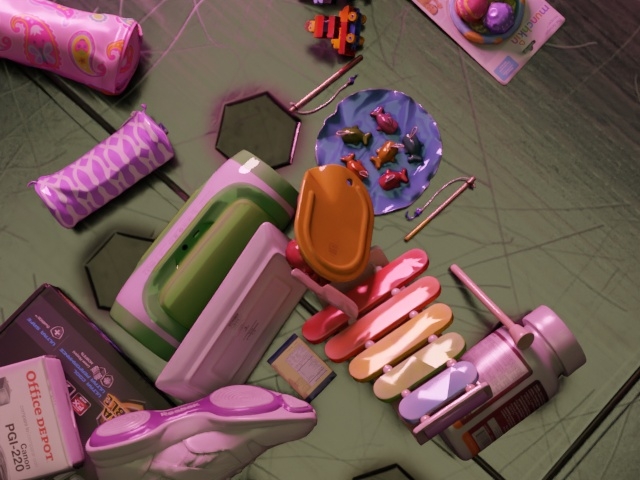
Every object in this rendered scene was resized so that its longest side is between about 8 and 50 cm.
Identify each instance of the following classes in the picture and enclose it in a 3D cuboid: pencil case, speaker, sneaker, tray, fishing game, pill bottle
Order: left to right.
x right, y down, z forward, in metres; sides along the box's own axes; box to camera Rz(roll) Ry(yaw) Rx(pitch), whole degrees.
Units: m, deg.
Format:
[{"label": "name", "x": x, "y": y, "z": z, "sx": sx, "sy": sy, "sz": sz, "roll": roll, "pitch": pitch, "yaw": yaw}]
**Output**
[{"label": "pencil case", "x": -0.398, "y": -0.297, "z": 1.831, "sx": 0.284, "sy": 0.124, "sz": 0.124, "roll": 17, "pitch": 84, "yaw": 3}, {"label": "pencil case", "x": -0.304, "y": -0.103, "z": 1.825, "sx": 0.206, "sy": 0.086, "sz": 0.088, "roll": -36, "pitch": 105, "yaw": -4}, {"label": "speaker", "x": -0.160, "y": 0.021, "z": 1.795, "sx": 0.131, "sy": 0.131, "sz": 0.296, "roll": 38, "pitch": 85, "yaw": 4}, {"label": "sneaker", "x": -0.151, "y": 0.285, "z": 1.727, "sx": 0.305, "sy": 0.114, "sz": 0.152, "roll": -12, "pitch": 106, "yaw": -2}, {"label": "tray", "x": -0.103, "y": 0.118, "z": 1.781, "sx": 0.030, "sy": 0.145, "sz": 0.270, "roll": 30, "pitch": 85, "yaw": 45}, {"label": "fishing game", "x": 0.082, "y": -0.131, "z": 1.856, "sx": 0.189, "sy": 0.041, "sz": 0.264, "roll": -37, "pitch": 84, "yaw": -5}, {"label": "pill bottle", "x": 0.249, "y": 0.194, "z": 1.781, "sx": 0.221, "sy": 0.121, "sz": 0.121, "roll": -36, "pitch": 85, "yaw": -5}]

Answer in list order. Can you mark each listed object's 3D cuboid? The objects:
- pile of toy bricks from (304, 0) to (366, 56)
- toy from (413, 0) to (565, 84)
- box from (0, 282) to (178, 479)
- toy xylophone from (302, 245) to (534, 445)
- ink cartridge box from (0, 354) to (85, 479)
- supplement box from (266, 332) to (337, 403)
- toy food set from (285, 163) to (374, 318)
[{"label": "pile of toy bricks", "x": 0.006, "y": -0.377, "z": 1.860, "sx": 0.105, "sy": 0.118, "sz": 0.212, "roll": 7, "pitch": 93, "yaw": 32}, {"label": "toy", "x": 0.228, "y": -0.357, "z": 1.872, "sx": 0.237, "sy": 0.056, "sz": 0.137, "roll": 43, "pitch": 87, "yaw": 4}, {"label": "box", "x": -0.378, "y": 0.263, "z": 1.797, "sx": 0.295, "sy": 0.073, "sz": 0.293, "roll": 45, "pitch": 84, "yaw": 5}, {"label": "toy xylophone", "x": 0.135, "y": 0.127, "z": 1.749, "sx": 0.236, "sy": 0.081, "sz": 0.323, "roll": -40, "pitch": 48, "yaw": -9}, {"label": "ink cartridge box", "x": -0.441, "y": 0.255, "z": 1.716, "sx": 0.218, "sy": 0.092, "sz": 0.158, "roll": -16, "pitch": 84, "yaw": -3}, {"label": "supplement box", "x": -0.025, "y": 0.179, "z": 1.799, "sx": 0.083, "sy": 0.083, "sz": 0.056, "roll": 45, "pitch": 86, "yaw": 5}, {"label": "toy food set", "x": 0.000, "y": 0.000, "z": 1.784, "sx": 0.128, "sy": 0.071, "sz": 0.217, "roll": 28, "pitch": 55, "yaw": -27}]
